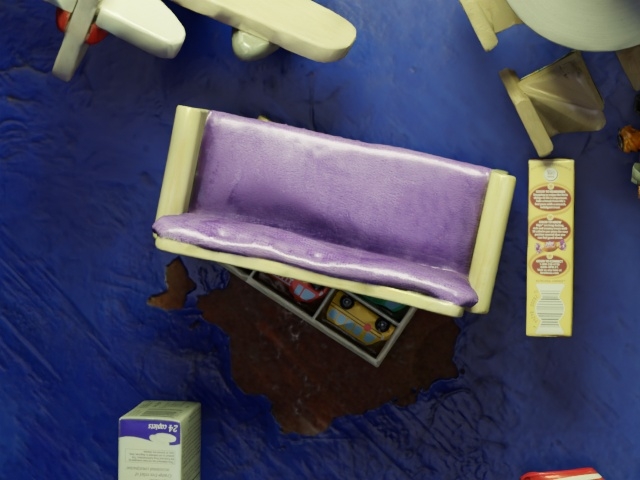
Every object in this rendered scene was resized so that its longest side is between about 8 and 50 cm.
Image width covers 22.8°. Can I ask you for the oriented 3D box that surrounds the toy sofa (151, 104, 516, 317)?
[{"bbox_3d":[0.014,-0.035,1.659,0.362,0.177,0.150,13,95,8],"label":"toy sofa"}]

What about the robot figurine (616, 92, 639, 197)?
[{"bbox_3d":[0.452,-0.082,1.636,0.291,0.211,0.085,5,128,9],"label":"robot figurine"}]

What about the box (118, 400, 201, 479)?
[{"bbox_3d":[-0.178,0.255,1.766,0.072,0.126,0.137,1,93,7],"label":"box"}]

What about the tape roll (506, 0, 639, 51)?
[{"bbox_3d":[0.265,-0.293,1.502,0.219,0.072,0.219,-1,112,-3],"label":"tape roll"}]

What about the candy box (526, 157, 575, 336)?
[{"bbox_3d":[0.247,0.005,1.700,0.053,0.109,0.187,-1,94,8],"label":"candy box"}]

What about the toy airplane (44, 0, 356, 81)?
[{"bbox_3d":[-0.192,-0.314,1.661,0.384,0.272,0.386,-18,76,-23],"label":"toy airplane"}]

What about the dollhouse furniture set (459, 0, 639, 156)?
[{"bbox_3d":[0.292,-0.359,1.653,0.362,0.256,0.394,-28,111,9],"label":"dollhouse furniture set"}]

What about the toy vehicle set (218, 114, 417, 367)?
[{"bbox_3d":[0.000,0.000,1.770,0.267,0.035,0.166,33,97,4],"label":"toy vehicle set"}]

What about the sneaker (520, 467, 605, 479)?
[{"bbox_3d":[0.237,0.333,1.751,0.221,0.087,0.128,-38,73,6],"label":"sneaker"}]
